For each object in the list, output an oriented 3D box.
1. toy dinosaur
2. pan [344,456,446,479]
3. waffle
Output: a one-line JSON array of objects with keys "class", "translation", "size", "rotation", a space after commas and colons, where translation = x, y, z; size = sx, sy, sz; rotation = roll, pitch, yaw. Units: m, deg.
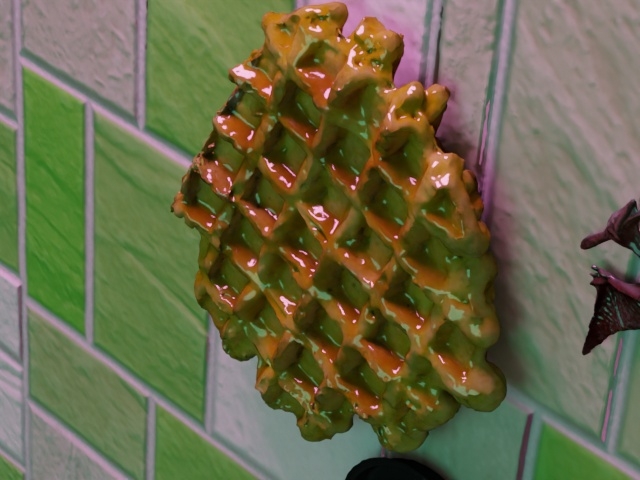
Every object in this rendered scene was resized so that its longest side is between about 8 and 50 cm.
[{"class": "toy dinosaur", "translation": [0.197, 0.018, 1.068], "size": [0.108, 0.032, 0.220], "rotation": [49, 142, 16]}, {"class": "pan", "translation": [0.094, 0.205, 1.292], "size": [0.235, 0.028, 0.136], "rotation": [-17, 96, 56]}, {"class": "waffle", "translation": [0.003, -0.001, 1.269], "size": [0.312, 0.060, 0.307], "rotation": [-13, 98, 50]}]
